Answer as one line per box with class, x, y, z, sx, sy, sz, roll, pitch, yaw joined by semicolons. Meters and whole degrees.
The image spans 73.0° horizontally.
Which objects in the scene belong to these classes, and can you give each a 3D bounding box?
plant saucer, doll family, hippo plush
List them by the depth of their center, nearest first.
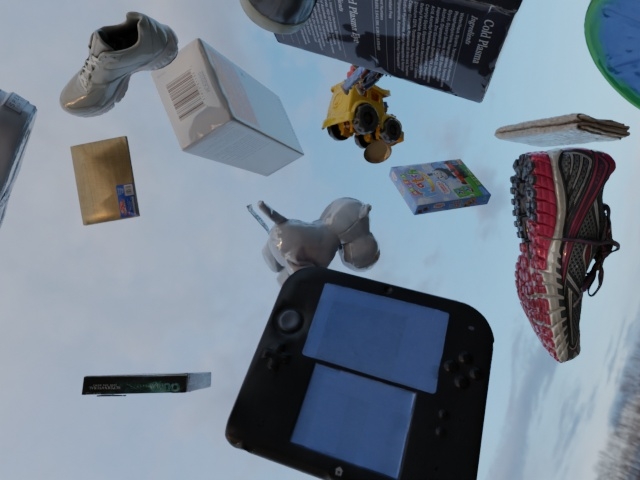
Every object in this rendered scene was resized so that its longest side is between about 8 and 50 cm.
doll family;0.105;-0.338;0.802;0.076;0.111;0.192;36;-130;-29
hippo plush;0.000;0.000;0.986;0.237;0.234;0.294;-30;-79;-18
plant saucer;0.165;-0.259;1.257;0.083;0.084;0.015;43;-150;-44

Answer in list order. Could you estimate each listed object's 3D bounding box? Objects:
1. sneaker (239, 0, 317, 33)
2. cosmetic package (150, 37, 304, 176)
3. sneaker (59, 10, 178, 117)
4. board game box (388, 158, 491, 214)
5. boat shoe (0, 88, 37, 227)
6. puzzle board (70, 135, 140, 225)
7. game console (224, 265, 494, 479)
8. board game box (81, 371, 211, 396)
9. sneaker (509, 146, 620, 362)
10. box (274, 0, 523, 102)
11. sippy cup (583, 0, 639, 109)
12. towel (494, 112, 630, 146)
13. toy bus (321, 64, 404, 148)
sneaker;-0.016;-0.277;0.301;0.083;0.118;0.221;-6;-95;-27
cosmetic package;-0.231;-0.340;1.216;0.229;0.162;0.453;66;-163;7
sneaker;-0.400;-0.332;0.797;0.263;0.099;0.121;-34;-6;10
board game box;0.308;-0.143;1.128;0.212;0.160;0.039;-10;-42;-15
boat shoe;-0.392;-0.027;0.446;0.094;0.109;0.302;23;-76;-29
puzzle board;-0.338;-0.093;0.682;0.011;0.097;0.128;-25;-74;-83
game console;0.076;0.225;0.726;0.060;0.387;0.341;84;-157;-54
board game box;-0.234;0.202;0.616;0.186;0.126;0.026;104;165;-73
sneaker;0.332;0.027;0.579;0.121;0.112;0.298;-71;-26;-72
box;0.128;-0.402;0.542;0.342;0.313;0.179;-65;-14;-7
sippy cup;0.463;-0.269;0.455;0.224;0.305;0.240;-45;-37;8
towel;0.626;-0.288;1.140;0.187;0.282;0.048;4;-84;-21
toy bus;0.131;-0.380;1.223;0.221;0.150;0.211;11;-96;-34
